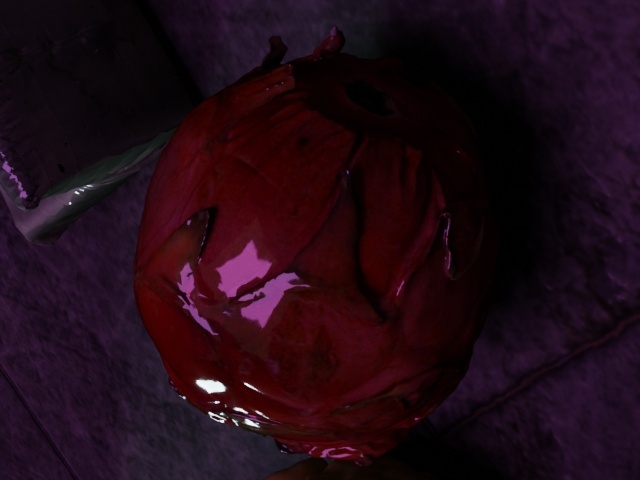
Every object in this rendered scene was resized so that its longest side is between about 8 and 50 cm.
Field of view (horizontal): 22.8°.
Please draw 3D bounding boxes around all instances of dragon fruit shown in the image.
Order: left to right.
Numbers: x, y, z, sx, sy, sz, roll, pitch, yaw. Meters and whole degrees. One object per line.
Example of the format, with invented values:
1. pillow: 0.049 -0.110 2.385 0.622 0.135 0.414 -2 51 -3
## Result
1. dragon fruit: -0.001 0.010 0.966 0.241 0.241 0.252 47 153 16

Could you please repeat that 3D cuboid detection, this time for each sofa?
1. sofa: -0.234 -0.103 1.180 0.225 0.176 0.210 -28 92 51

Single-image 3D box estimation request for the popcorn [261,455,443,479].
1. popcorn: 0.011 0.274 1.130 0.332 0.225 0.265 5 136 56
